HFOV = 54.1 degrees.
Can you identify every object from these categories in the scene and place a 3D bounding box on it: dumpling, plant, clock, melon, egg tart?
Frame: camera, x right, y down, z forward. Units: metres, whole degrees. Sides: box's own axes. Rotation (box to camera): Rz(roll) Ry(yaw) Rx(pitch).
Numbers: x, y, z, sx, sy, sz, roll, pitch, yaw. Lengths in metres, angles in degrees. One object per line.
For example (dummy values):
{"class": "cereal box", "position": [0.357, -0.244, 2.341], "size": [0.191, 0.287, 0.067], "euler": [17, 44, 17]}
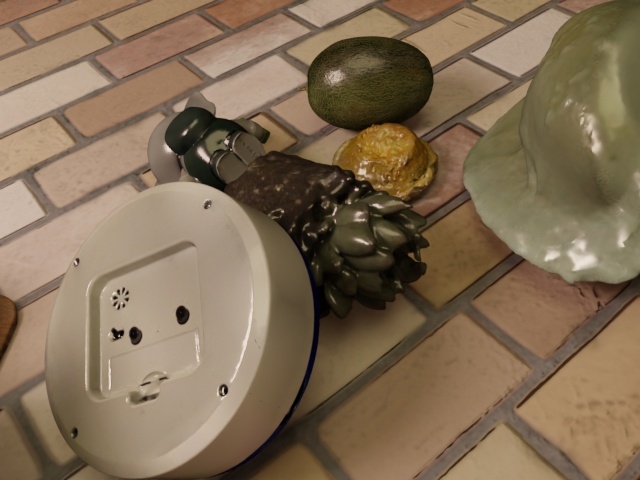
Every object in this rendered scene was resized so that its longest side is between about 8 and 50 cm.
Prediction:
{"class": "dumpling", "position": [0.296, -0.137, 0.640], "size": [0.321, 0.211, 0.270], "euler": [-30, 48, -34]}
{"class": "plant", "position": [0.000, 0.000, 0.596], "size": [0.194, 0.129, 0.132], "euler": [29, 58, 31]}
{"class": "clock", "position": [-0.117, 0.070, 0.501], "size": [0.230, 0.083, 0.230], "euler": [-10, 70, 29]}
{"class": "melon", "position": [0.055, -0.193, 0.772], "size": [0.167, 0.114, 0.114], "euler": [-2, 48, 2]}
{"class": "egg tart", "position": [0.075, -0.096, 0.728], "size": [0.129, 0.049, 0.129], "euler": [-4, 49, 4]}

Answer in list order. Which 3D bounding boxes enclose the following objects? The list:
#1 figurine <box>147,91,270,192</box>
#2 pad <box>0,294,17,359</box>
{"class": "figurine", "position": [-0.132, -0.093, 0.698], "size": [0.192, 0.126, 0.147], "euler": [16, 75, 49]}
{"class": "pad", "position": [-0.452, 0.160, 0.566], "size": [0.287, 0.018, 0.284], "euler": [1, 47, 4]}
